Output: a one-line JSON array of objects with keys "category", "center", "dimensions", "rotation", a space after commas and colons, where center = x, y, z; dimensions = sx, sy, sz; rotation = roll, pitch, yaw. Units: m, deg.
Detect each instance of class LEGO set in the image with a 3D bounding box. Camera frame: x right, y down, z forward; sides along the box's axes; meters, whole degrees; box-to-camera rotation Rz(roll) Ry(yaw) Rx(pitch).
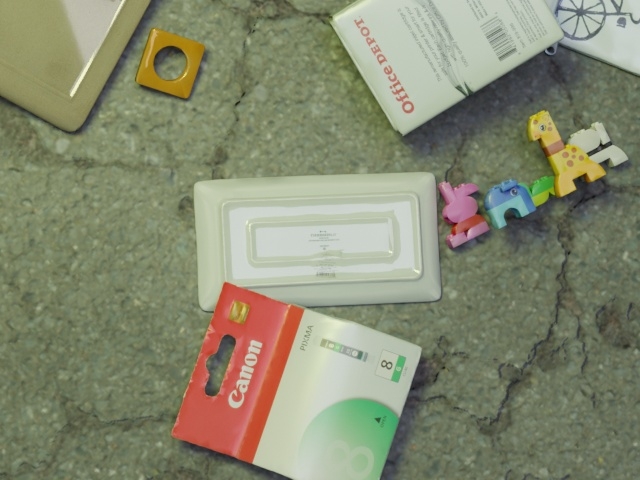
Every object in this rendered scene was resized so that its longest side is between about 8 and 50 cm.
[{"category": "LEGO set", "center": [0.231, -0.084, 1.794], "dimensions": [0.227, 0.087, 0.093], "rotation": [-26, 91, -11]}]

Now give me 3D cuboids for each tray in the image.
[{"category": "tray", "center": [0.000, 0.000, 1.781], "dimensions": [0.270, 0.030, 0.145], "rotation": [-2, 88, -9]}]

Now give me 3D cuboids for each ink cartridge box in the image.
[{"category": "ink cartridge box", "center": [0.132, -0.230, 1.763], "dimensions": [0.208, 0.087, 0.153], "rotation": [-30, 99, 1]}, {"category": "ink cartridge box", "center": [-0.023, 0.162, 1.742], "dimensions": [0.225, 0.056, 0.181], "rotation": [21, 84, -17]}]

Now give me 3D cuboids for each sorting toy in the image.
[{"category": "sorting toy", "center": [-0.290, -0.238, 1.724], "dimensions": [0.348, 0.047, 0.196], "rotation": [30, 92, -23]}]

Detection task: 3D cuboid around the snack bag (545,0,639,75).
[{"category": "snack bag", "center": [0.299, -0.368, 1.848], "dimensions": [0.343, 0.037, 0.323], "rotation": [22, 83, -8]}]
